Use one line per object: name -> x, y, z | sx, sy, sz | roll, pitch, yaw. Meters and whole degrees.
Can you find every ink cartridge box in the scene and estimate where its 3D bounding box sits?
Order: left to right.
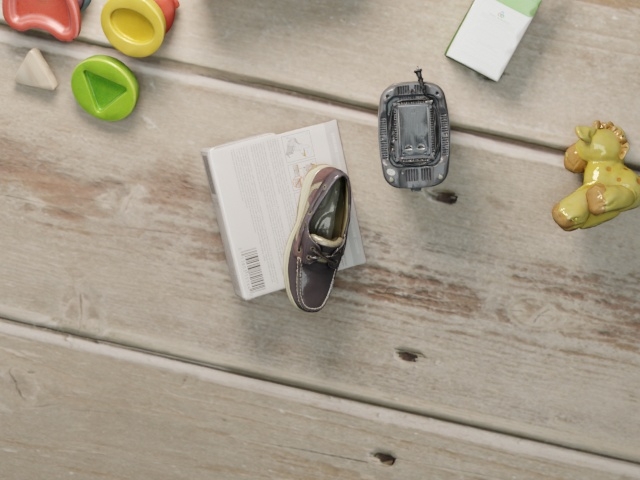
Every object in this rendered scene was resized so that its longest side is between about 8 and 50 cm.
ink cartridge box -> -0.068, -0.063, 1.945 | 0.261, 0.066, 0.296 | -16, 102, -19
ink cartridge box -> 0.323, -0.406, 1.844 | 0.109, 0.062, 0.209 | 27, 102, -2

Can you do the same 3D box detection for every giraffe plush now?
giraffe plush -> 0.511, -0.128, 1.854 | 0.210, 0.181, 0.170 | -21, 79, 19

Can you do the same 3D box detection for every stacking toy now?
stacking toy -> -0.429, -0.393, 1.903 | 0.309, 0.130, 0.279 | 22, 129, 2

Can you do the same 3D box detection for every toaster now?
toaster -> 0.169, -0.208, 1.855 | 0.129, 0.146, 0.227 | -4, 103, 4

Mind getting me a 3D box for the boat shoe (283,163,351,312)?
boat shoe -> 0.000, 0.000, 1.893 | 0.103, 0.092, 0.285 | 9, 94, -23
